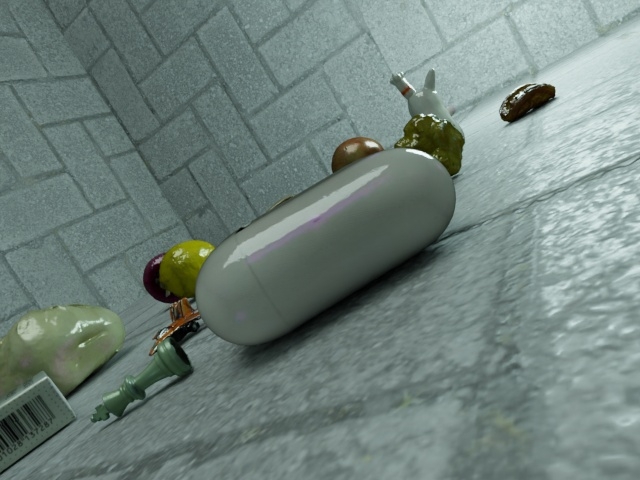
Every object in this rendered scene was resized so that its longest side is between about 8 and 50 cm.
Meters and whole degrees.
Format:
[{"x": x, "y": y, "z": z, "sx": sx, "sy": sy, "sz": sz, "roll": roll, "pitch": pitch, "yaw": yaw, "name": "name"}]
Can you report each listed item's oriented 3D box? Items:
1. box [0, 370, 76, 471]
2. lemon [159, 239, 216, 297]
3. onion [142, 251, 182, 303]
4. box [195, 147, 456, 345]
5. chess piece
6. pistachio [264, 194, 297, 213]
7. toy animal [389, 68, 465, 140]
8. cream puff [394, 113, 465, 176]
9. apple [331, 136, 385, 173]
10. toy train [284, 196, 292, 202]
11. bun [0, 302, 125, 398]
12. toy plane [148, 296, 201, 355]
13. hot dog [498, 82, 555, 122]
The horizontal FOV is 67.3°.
[{"x": -0.595, "y": 0.360, "z": 0.801, "sx": 0.330, "sy": 0.095, "sz": 0.210, "roll": -37, "pitch": 10, "yaw": -32, "name": "box"}, {"x": -0.393, "y": 0.087, "z": 1.476, "sx": 0.181, "sy": 0.180, "sz": 0.193, "roll": -26, "pitch": -20, "yaw": 33, "name": "lemon"}, {"x": -0.515, "y": 0.127, "z": 1.646, "sx": 0.177, "sy": 0.177, "sz": 0.153, "roll": -32, "pitch": -19, "yaw": -11, "name": "onion"}, {"x": -0.001, "y": -0.001, "z": 0.662, "sx": 0.349, "sy": 0.141, "sz": 0.289, "roll": -31, "pitch": 9, "yaw": -2, "name": "box"}, {"x": -0.255, "y": 0.204, "z": 0.674, "sx": 0.149, "sy": 0.059, "sz": 0.059, "roll": -39, "pitch": 9, "yaw": -9, "name": "chess piece"}, {"x": -0.118, "y": -0.083, "z": 1.701, "sx": 0.223, "sy": 0.126, "sz": 0.152, "roll": -31, "pitch": -35, "yaw": -18, "name": "pistachio"}, {"x": 0.320, "y": -0.377, "z": 1.414, "sx": 0.141, "sy": 0.282, "sz": 0.138, "roll": -26, "pitch": -6, "yaw": 18, "name": "toy animal"}, {"x": 0.218, "y": -0.178, "z": 0.997, "sx": 0.156, "sy": 0.121, "sz": 0.156, "roll": -28, "pitch": 51, "yaw": 42, "name": "cream puff"}, {"x": 0.138, "y": -0.265, "z": 1.665, "sx": 0.188, "sy": 0.188, "sz": 0.174, "roll": -34, "pitch": 19, "yaw": -24, "name": "apple"}, {"x": -0.123, "y": -0.044, "z": 1.537, "sx": 0.163, "sy": 0.112, "sz": 0.203, "roll": -37, "pitch": 5, "yaw": 6, "name": "toy train"}, {"x": -0.670, "y": 0.274, "z": 1.182, "sx": 0.361, "sy": 0.213, "sz": 0.361, "roll": -32, "pitch": 10, "yaw": 6, "name": "bun"}, {"x": -0.281, "y": 0.179, "z": 0.927, "sx": 0.135, "sy": 0.062, "sz": 0.188, "roll": -29, "pitch": 22, "yaw": 14, "name": "toy plane"}, {"x": 0.530, "y": -0.363, "z": 1.244, "sx": 0.147, "sy": 0.065, "sz": 0.099, "roll": -28, "pitch": 18, "yaw": 6, "name": "hot dog"}]
